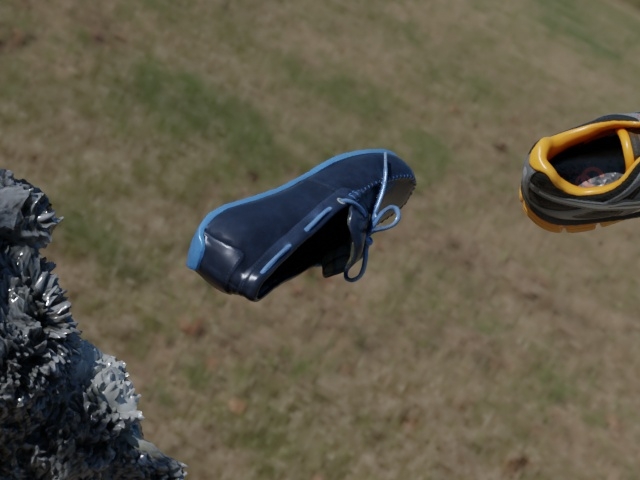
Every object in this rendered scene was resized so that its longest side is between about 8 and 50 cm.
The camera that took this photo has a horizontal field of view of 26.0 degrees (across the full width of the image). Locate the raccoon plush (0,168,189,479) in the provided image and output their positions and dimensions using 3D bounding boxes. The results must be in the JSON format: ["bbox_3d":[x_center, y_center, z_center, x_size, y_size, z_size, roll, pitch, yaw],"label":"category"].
[{"bbox_3d":[-0.297,0.141,1.001,0.299,0.216,0.446,60,31,2],"label":"raccoon plush"}]

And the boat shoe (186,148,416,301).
[{"bbox_3d":[0.000,0.000,1.195,0.089,0.109,0.258,39,47,26],"label":"boat shoe"}]

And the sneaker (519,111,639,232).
[{"bbox_3d":[0.243,-0.058,0.971,0.083,0.215,0.084,50,27,-65],"label":"sneaker"}]
